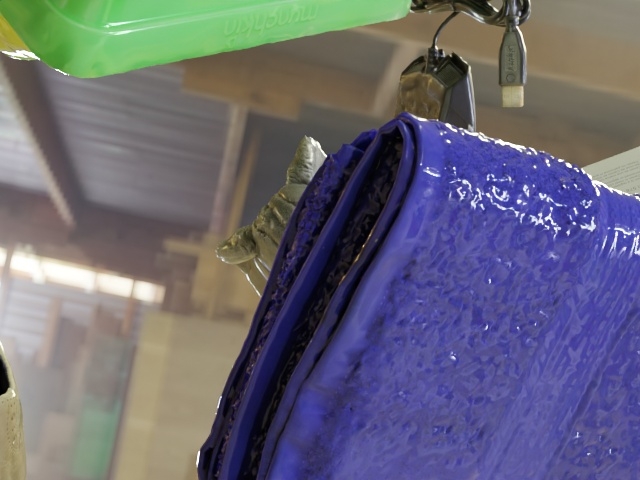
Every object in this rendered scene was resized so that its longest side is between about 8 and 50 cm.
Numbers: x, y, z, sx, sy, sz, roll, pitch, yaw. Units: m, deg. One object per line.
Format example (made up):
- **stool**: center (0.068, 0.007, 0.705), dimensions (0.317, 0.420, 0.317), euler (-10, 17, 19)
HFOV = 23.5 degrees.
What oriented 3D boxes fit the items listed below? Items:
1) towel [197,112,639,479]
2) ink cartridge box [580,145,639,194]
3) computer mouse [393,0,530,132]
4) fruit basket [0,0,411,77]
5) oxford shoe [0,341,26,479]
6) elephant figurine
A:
- **towel**: center (0.095, 0.070, 0.727), dimensions (0.308, 0.228, 0.076), euler (13, 19, -37)
- **ink cartridge box**: center (0.196, 0.054, 1.021), dimensions (0.128, 0.176, 0.127), euler (-19, -48, 4)
- **computer mouse**: center (0.134, -0.116, 1.410), dimensions (0.060, 0.262, 0.184), euler (3, 7, -33)
- **fruit basket**: center (-0.134, -0.222, 1.131), dimensions (0.283, 0.392, 0.392), euler (49, 6, 21)
- **oxford shoe**: center (-0.263, 0.026, 0.893), dimensions (0.140, 0.147, 0.397), euler (-2, 36, -42)
- **elephant figurine**: center (0.000, 0.000, 1.270), dimensions (0.186, 0.169, 0.239), euler (-6, -30, 34)
